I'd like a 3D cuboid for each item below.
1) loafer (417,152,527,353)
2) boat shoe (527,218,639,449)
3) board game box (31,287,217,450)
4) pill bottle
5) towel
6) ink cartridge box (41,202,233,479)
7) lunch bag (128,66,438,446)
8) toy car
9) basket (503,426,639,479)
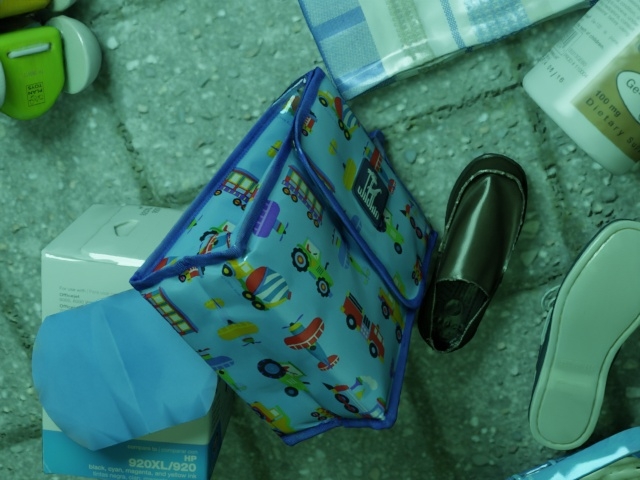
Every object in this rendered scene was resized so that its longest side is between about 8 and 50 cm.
[{"bbox_3d":[0.156,0.022,1.068,0.080,0.078,0.220,13,109,1],"label":"loafer"},{"bbox_3d":[0.271,0.089,1.080,0.095,0.079,0.255,9,111,0],"label":"boat shoe"},{"bbox_3d":[-0.176,0.111,0.973,0.168,0.033,0.133,-18,101,6],"label":"board game box"},{"bbox_3d":[0.306,-0.180,0.958,0.131,0.131,0.229,41,107,-8],"label":"pill bottle"},{"bbox_3d":[0.109,-0.271,0.999,0.285,0.034,0.209,-20,105,12],"label":"towel"},{"bbox_3d":[-0.176,0.099,1.075,0.168,0.171,0.233,5,109,3],"label":"ink cartridge box"},{"bbox_3d":[0.000,0.000,0.983,0.138,0.293,0.221,-18,122,40],"label":"lunch bag"},{"bbox_3d":[-0.308,-0.206,1.015,0.136,0.159,0.182,8,114,40],"label":"toy car"},{"bbox_3d":[0.255,0.303,1.062,0.254,0.201,0.289,-27,130,14],"label":"basket"}]
